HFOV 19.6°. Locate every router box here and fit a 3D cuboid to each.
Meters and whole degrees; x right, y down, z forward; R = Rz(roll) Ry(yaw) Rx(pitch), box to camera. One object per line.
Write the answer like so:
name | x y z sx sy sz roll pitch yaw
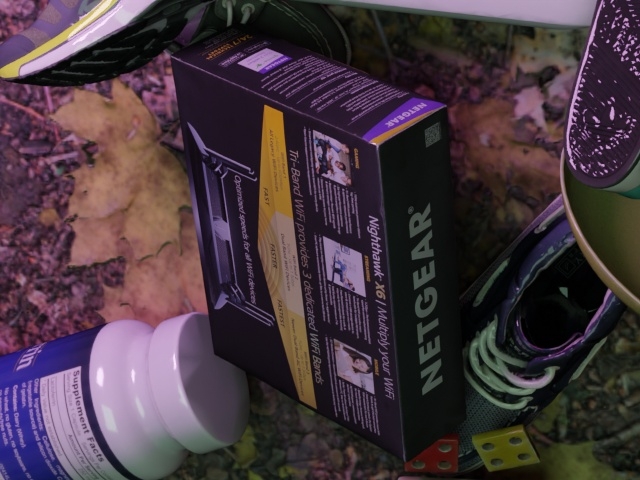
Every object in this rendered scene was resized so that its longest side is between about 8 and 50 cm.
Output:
router box | 0.000 0.000 1.527 0.243 0.081 0.308 27 135 39

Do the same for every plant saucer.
plant saucer | 0.285 -0.006 1.446 0.241 0.241 0.037 37 135 4

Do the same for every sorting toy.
sorting toy | 0.131 0.262 1.630 0.132 0.046 0.274 3 136 1

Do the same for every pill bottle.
pill bottle | -0.209 0.159 1.707 0.265 0.153 0.153 -17 101 23

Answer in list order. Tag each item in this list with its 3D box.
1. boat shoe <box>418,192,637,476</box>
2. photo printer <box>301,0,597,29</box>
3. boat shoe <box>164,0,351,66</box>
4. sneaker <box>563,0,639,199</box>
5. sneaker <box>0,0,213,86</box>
boat shoe | 0.158 0.087 1.552 0.127 0.158 0.340 35 115 6
photo printer | 0.123 -0.300 1.465 0.308 0.107 0.256 8 110 16
boat shoe | -0.134 -0.215 1.589 0.335 0.095 0.112 32 115 7
sneaker | 0.305 -0.161 1.404 0.124 0.178 0.295 24 96 48
sneaker | -0.155 -0.225 1.509 0.300 0.111 0.121 -33 75 23
